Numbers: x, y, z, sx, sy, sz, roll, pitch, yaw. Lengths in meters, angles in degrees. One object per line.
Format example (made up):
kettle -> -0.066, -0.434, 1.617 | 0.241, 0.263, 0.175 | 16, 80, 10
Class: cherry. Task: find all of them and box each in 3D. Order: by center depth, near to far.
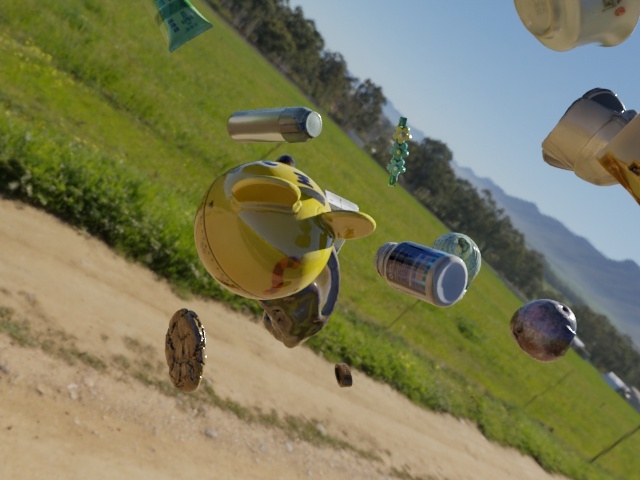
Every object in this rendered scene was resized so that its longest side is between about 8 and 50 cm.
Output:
cherry -> 0.677, 0.267, 2.005 | 0.195, 0.195, 0.195 | 42, 11, -10

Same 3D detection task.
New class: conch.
conch -> 0.330, 0.052, 1.696 | 0.131, 0.172, 0.200 | 20, -25, 35

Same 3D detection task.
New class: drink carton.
drink carton -> 0.000, 0.000, 2.201 | 0.130, 0.315, 0.107 | 24, 24, -16

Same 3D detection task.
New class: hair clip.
hair clip -> 0.192, -0.211, 1.602 | 0.049, 0.173, 0.049 | 5, 25, -2

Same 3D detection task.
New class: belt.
belt -> 0.067, 0.408, 1.988 | 0.036, 0.059, 0.083 | 0, 34, -21

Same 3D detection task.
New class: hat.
hat -> 0.684, -0.240, 1.626 | 0.275, 0.232, 0.161 | 21, 27, -20

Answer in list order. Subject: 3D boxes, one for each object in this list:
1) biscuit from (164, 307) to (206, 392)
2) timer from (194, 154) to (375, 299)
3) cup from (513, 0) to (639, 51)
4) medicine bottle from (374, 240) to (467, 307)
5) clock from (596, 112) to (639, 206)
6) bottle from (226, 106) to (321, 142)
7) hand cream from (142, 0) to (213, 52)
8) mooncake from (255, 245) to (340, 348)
biscuit -> -0.361, 0.290, 1.746 | 0.042, 0.226, 0.226 | 4, 35, -36
timer -> -0.105, -0.040, 1.566 | 0.376, 0.387, 0.376 | 19, 59, -36
cup -> 0.559, -0.582, 1.534 | 0.347, 0.163, 0.347 | 64, -3, 6
medicine bottle -> 0.201, 0.062, 1.363 | 0.107, 0.107, 0.191 | 35, -9, -37
clock -> 0.716, -0.091, 1.261 | 0.317, 0.200, 0.244 | 40, 19, -30
bottle -> -0.113, -0.260, 1.505 | 0.253, 0.080, 0.096 | 7, 22, 40
hand cream -> -0.284, -0.439, 1.253 | 0.175, 0.095, 0.046 | 55, -6, 23
mooncake -> -0.136, 0.114, 1.962 | 0.394, 0.393, 0.246 | 8, 13, -36
